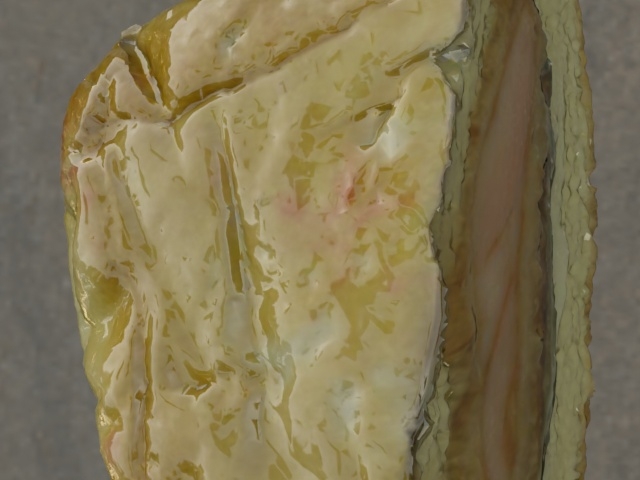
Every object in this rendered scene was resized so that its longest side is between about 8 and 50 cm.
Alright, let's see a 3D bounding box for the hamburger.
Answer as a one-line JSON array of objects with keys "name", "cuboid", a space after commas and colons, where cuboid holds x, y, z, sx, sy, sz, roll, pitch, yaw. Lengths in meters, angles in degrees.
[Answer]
[{"name": "hamburger", "cuboid": [-0.003, 0.000, 0.748, 0.209, 0.162, 0.329, 5, 92, 30]}]
